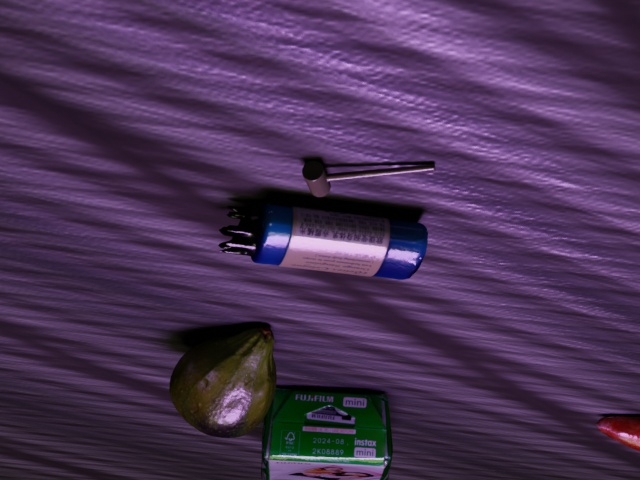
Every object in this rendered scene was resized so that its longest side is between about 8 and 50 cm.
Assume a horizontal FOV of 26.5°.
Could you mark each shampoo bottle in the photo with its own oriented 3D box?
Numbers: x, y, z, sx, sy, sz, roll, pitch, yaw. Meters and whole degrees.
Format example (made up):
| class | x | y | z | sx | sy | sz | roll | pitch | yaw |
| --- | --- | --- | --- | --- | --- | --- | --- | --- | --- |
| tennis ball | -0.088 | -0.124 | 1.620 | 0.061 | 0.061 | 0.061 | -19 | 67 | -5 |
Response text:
| class | x | y | z | sx | sy | sz | roll | pitch | yaw |
| --- | --- | --- | --- | --- | --- | --- | --- | --- | --- |
| shampoo bottle | 0.000 | 0.000 | 1.236 | 0.183 | 0.050 | 0.087 | 7 | 161 | -11 |

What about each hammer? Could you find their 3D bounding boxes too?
| class | x | y | z | sx | sy | sz | roll | pitch | yaw |
| --- | --- | --- | --- | --- | --- | --- | --- | --- | --- |
| hammer | 0.042 | -0.057 | 1.143 | 0.110 | 0.019 | 0.035 | -6 | 157 | 8 |

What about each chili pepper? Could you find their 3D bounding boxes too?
| class | x | y | z | sx | sy | sz | roll | pitch | yaw |
| --- | --- | --- | --- | --- | --- | --- | --- | --- | --- |
| chili pepper | 0.508 | 0.265 | 1.823 | 0.272 | 0.071 | 0.063 | 2 | -162 | 14 |

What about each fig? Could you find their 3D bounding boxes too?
| class | x | y | z | sx | sy | sz | roll | pitch | yaw |
| --- | --- | --- | --- | --- | --- | --- | --- | --- | --- |
| fig | -0.105 | 0.152 | 1.582 | 0.123 | 0.123 | 0.156 | 14 | 117 | -25 |

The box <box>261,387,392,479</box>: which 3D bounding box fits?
| class | x | y | z | sx | sy | sz | roll | pitch | yaw |
| --- | --- | --- | --- | --- | --- | --- | --- | --- | --- |
| box | 0.008 | 0.281 | 1.864 | 0.180 | 0.103 | 0.250 | 3 | 158 | 0 |
